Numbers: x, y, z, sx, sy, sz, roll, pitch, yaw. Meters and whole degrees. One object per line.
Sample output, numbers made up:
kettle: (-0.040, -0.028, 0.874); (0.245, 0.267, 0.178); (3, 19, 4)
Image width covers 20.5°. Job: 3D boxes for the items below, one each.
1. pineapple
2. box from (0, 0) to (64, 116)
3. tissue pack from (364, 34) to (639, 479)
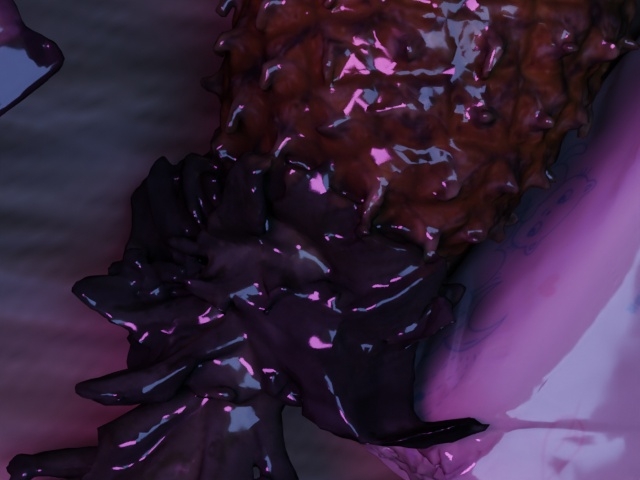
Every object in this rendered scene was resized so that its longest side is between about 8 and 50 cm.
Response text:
pineapple: (0.000, 0.000, 0.642); (0.170, 0.141, 0.310); (27, 82, 27)
box: (-0.210, -0.050, 0.511); (0.188, 0.252, 0.153); (-39, 102, -14)
tissue pack: (0.170, 0.033, 0.721); (0.201, 0.124, 0.271); (41, 79, -12)
